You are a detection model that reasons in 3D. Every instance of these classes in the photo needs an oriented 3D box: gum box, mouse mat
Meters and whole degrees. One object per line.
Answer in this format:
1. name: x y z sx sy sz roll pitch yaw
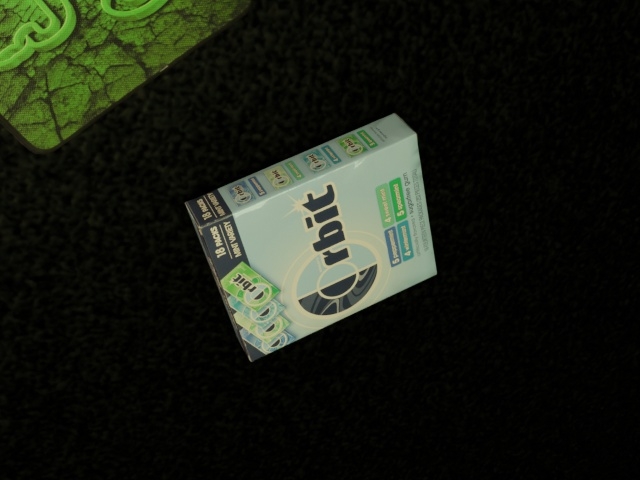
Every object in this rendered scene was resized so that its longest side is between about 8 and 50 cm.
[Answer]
1. gum box: 0.000 0.000 0.732 0.184 0.041 0.157 -25 132 -11
2. mouse mat: -0.149 -0.154 0.559 0.190 0.007 0.152 -37 133 0
